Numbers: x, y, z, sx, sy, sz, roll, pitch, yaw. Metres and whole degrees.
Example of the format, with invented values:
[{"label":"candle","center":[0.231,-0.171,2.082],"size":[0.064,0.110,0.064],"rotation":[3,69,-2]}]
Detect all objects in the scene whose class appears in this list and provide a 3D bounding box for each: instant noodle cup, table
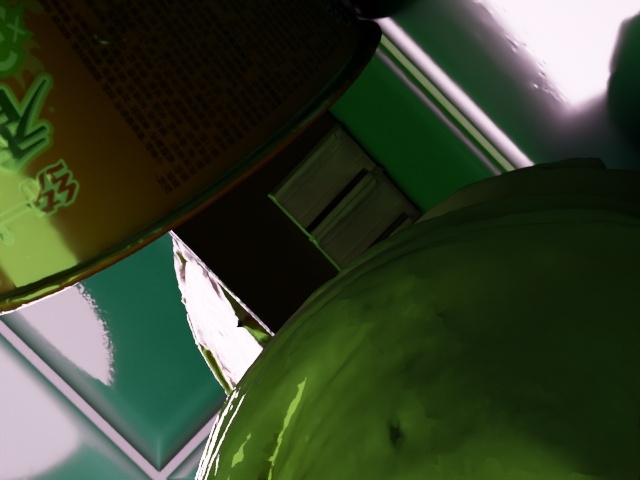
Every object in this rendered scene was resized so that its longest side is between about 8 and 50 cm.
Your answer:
[{"label":"instant noodle cup","center":[-0.117,-0.102,0.728],"size":[0.182,0.230,0.230],"rotation":[56,171,-17]},{"label":"table","center":[0.000,0.000,1.014],"size":[0.240,0.121,0.111],"rotation":[46,173,-20]}]

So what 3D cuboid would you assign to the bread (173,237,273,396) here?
[{"label":"bread","center":[-0.005,0.062,1.230],"size":[0.227,0.142,0.253],"rotation":[58,166,16]}]

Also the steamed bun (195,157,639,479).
[{"label":"steamed bun","center":[0.065,0.085,0.623],"size":[0.203,0.276,0.289],"rotation":[54,-159,16]}]
